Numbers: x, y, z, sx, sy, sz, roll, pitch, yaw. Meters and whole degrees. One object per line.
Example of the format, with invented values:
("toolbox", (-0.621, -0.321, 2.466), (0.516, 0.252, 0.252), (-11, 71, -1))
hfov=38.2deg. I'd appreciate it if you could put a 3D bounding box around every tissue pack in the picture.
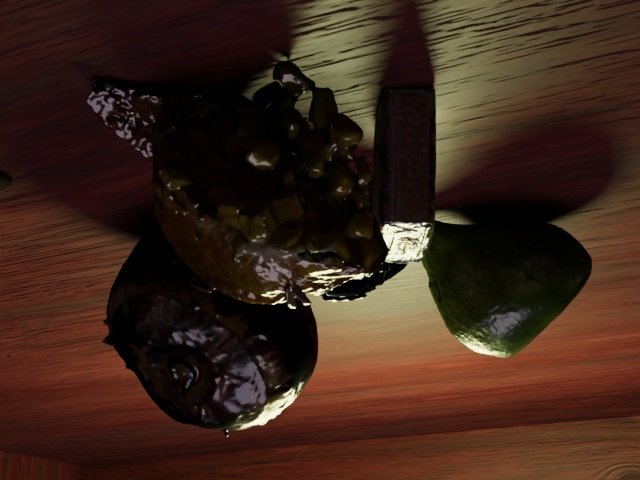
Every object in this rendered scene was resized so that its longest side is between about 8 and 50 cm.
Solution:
("tissue pack", (0.082, -0.063, 0.921), (0.060, 0.148, 0.108), (3, 159, 2))

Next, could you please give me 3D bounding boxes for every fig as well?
("fig", (0.212, 0.029, 1.214), (0.235, 0.203, 0.203), (39, 158, 6))

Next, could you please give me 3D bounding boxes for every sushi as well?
("sushi", (-0.070, -0.057, 0.864), (0.167, 0.296, 0.179), (-30, 151, -24))

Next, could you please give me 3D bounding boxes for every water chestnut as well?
("water chestnut", (-0.130, 0.095, 1.237), (0.300, 0.300, 0.300), (-1, 159, 0))

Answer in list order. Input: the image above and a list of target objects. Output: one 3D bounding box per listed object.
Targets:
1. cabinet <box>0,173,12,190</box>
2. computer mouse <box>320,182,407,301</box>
("cabinet", (-0.480, 0.014, 1.054), (0.215, 0.174, 0.148), (-17, 154, 37))
("computer mouse", (0.000, 0.000, 1.120), (0.242, 0.146, 0.077), (3, 178, -18))
